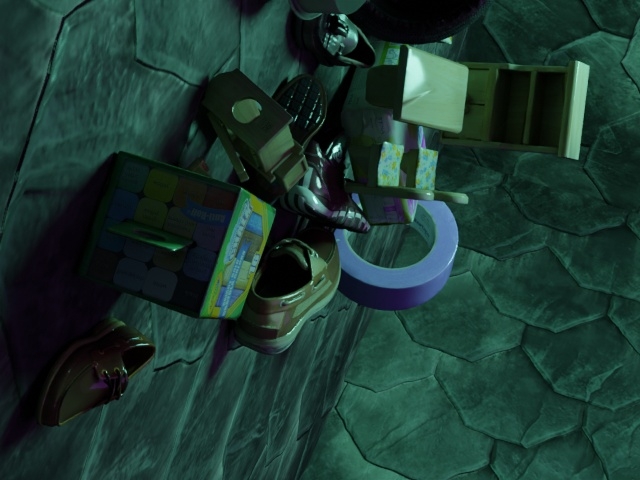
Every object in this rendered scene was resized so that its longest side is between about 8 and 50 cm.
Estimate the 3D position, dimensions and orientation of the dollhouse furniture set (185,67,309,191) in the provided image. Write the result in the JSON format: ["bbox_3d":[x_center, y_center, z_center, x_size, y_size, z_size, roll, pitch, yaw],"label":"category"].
[{"bbox_3d":[-0.113,-0.090,1.230,0.161,0.101,0.182,-45,166,-8],"label":"dollhouse furniture set"}]

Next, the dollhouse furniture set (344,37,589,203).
[{"bbox_3d":[0.261,-0.242,1.753,0.394,0.257,0.361,1,96,-57],"label":"dollhouse furniture set"}]

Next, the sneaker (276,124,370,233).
[{"bbox_3d":[0.028,-0.106,1.743,0.281,0.107,0.162,22,80,-69],"label":"sneaker"}]

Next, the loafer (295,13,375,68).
[{"bbox_3d":[0.029,-0.308,1.524,0.267,0.084,0.096,6,103,-80],"label":"loafer"}]

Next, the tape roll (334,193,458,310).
[{"bbox_3d":[0.140,0.006,2.117,0.090,0.275,0.274,94,17,-56],"label":"tape roll"}]

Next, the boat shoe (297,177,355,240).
[{"bbox_3d":[0.000,0.000,1.915,0.095,0.079,0.254,29,79,-79],"label":"boat shoe"}]

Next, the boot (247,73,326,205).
[{"bbox_3d":[-0.057,-0.137,1.467,0.106,0.082,0.219,-49,-164,53],"label":"boot"}]

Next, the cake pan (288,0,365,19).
[{"bbox_3d":[0.044,-0.395,1.212,0.293,0.054,0.293,22,90,-76],"label":"cake pan"}]

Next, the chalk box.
[{"bbox_3d":[-0.142,-0.003,1.011,0.213,0.132,0.132,39,70,-80],"label":"chalk box"}]

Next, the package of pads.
[{"bbox_3d":[0.124,-0.196,1.946,0.229,0.101,0.296,-73,156,-43],"label":"package of pads"}]

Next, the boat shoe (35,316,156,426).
[{"bbox_3d":[-0.220,0.132,1.027,0.178,0.060,0.064,-50,156,-64],"label":"boat shoe"}]

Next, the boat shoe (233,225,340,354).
[{"bbox_3d":[-0.040,0.056,1.700,0.324,0.123,0.116,-60,163,-55],"label":"boat shoe"}]

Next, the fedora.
[{"bbox_3d":[0.129,-0.455,1.466,0.152,0.334,0.333,-122,-137,-63],"label":"fedora"}]
